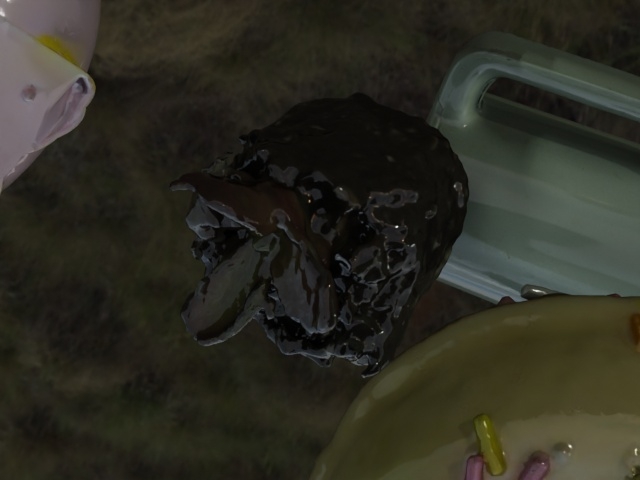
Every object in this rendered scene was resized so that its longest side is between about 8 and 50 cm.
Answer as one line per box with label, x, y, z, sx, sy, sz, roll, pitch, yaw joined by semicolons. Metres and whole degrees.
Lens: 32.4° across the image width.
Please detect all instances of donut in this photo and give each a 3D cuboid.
donut;0.137;0.219;0.698;0.307;0.150;0.371;-10;113;10

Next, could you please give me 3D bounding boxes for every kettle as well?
kettle;0.236;-0.027;1.055;0.317;0.205;0.265;22;167;5

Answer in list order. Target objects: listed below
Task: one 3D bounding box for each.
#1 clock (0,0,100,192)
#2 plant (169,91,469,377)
clock;-0.354;-0.207;0.791;0.368;0.377;0.250;-44;144;12
plant;0.000;0.000;0.848;0.178;0.234;0.204;26;135;19
